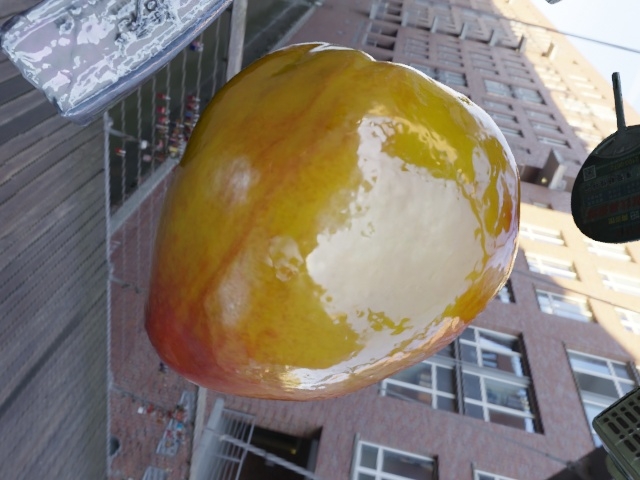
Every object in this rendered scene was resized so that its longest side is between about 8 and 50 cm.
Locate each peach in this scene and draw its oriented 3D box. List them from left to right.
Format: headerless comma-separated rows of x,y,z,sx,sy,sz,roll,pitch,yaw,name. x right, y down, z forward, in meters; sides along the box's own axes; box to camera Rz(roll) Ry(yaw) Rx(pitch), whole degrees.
0.004,0.003,0.478,0.289,0.289,0.308,63,50,-87,peach

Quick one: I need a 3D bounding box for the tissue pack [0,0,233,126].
-0.259,-0.285,0.744,0.288,0.124,0.394,-44,-157,-9,tissue pack

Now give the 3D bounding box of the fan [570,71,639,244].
0.507,-0.120,0.944,0.223,0.012,0.294,-58,-145,39,fan

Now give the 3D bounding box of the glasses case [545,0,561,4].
0.491,-0.512,1.023,0.081,0.051,0.204,-53,-173,-6,glasses case

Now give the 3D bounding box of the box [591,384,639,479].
0.495,0.289,0.656,0.220,0.166,0.290,-39,-165,9,box
